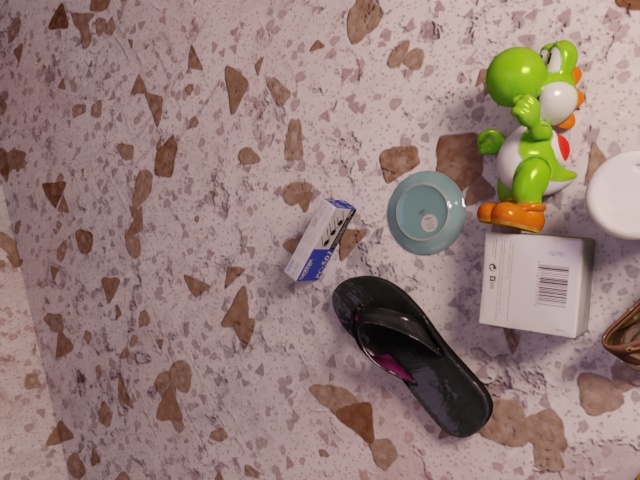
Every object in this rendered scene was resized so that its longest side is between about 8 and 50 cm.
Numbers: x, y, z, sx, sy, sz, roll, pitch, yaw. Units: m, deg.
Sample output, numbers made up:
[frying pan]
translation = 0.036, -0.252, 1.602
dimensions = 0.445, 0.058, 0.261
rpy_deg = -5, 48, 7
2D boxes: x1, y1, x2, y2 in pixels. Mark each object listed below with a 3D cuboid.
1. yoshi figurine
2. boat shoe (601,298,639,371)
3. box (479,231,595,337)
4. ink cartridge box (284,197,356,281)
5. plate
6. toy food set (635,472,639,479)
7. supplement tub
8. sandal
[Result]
[yoshi figurine]
translation = 0.368, -0.207, 1.144
dimensions = 0.204, 0.203, 0.362
rpy_deg = 16, 96, 40
[boat shoe]
translation = 0.615, 0.089, 0.988
dimensions = 0.342, 0.123, 0.123
rpy_deg = -45, 33, 30
[box]
translation = 0.412, 0.078, 1.149
dimensions = 0.182, 0.119, 0.180
rpy_deg = 5, 92, 35
[ink cartridge box]
translation = 0.000, 0.000, 1.444
dimensions = 0.046, 0.097, 0.207
rpy_deg = 38, 109, 28
[plate]
translation = 0.228, -0.062, 1.334
dimensions = 0.188, 0.024, 0.188
rpy_deg = -1, 88, 34
[toy food set]
translation = 0.620, 0.501, 1.031
dimensions = 0.128, 0.071, 0.217
rpy_deg = -29, 74, 31
[supplement tub]
translation = 0.539, -0.070, 1.016
dimensions = 0.144, 0.200, 0.144
rpy_deg = 0, 90, 34
[sandal]
translation = 0.182, 0.233, 1.310
dimensions = 0.446, 0.107, 0.167
rpy_deg = 43, 112, 27
